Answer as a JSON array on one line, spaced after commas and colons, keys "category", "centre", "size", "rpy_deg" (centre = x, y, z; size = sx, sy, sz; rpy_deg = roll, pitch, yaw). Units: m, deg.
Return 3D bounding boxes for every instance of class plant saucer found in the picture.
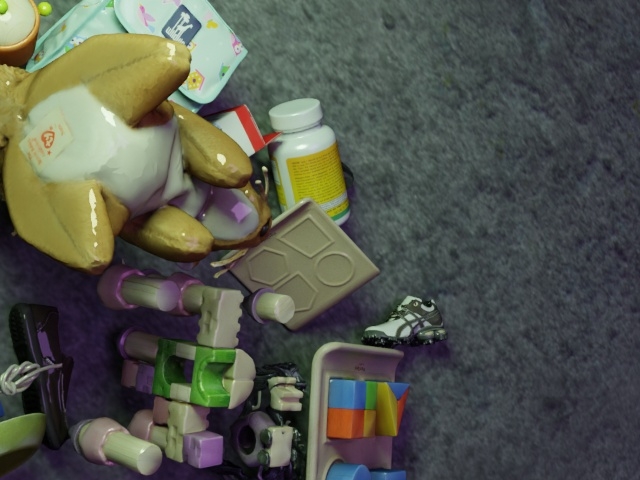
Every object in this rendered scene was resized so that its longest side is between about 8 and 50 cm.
[{"category": "plant saucer", "centre": [-0.463, 0.300, 1.374], "size": [0.241, 0.241, 0.037], "rpy_deg": [-21, 75, -35]}]

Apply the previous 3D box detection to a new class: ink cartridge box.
[{"category": "ink cartridge box", "centre": [-0.185, -0.143, 1.660], "size": [0.231, 0.134, 0.078], "rpy_deg": [-36, 109, -33]}]

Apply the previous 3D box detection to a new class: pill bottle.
[{"category": "pill bottle", "centre": [-0.024, -0.125, 1.766], "size": [0.117, 0.117, 0.209], "rpy_deg": [-28, 117, -34]}]

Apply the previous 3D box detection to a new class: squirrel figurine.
[{"category": "squirrel figurine", "centre": [-0.256, -0.094, 1.398], "size": [0.370, 0.396, 0.281], "rpy_deg": [20, 84, -60]}]

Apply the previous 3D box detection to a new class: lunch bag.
[{"category": "lunch bag", "centre": [-0.263, -0.270, 1.540], "size": [0.262, 0.160, 0.223], "rpy_deg": [-40, 117, 6]}]

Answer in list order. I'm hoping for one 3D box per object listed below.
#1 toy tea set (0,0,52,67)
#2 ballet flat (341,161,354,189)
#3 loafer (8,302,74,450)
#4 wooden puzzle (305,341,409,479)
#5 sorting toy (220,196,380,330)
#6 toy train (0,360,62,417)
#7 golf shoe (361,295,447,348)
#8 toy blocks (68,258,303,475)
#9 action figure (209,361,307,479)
[{"category": "toy tea set", "centre": [-0.514, -0.238, 1.391], "size": [0.200, 0.124, 0.336], "rpy_deg": [28, 70, -2]}, {"category": "ballet flat", "centre": [-0.012, -0.143, 1.854], "size": [0.173, 0.049, 0.057], "rpy_deg": [37, 98, -25]}, {"category": "loafer", "centre": [-0.389, 0.194, 1.528], "size": [0.078, 0.080, 0.220], "rpy_deg": [-12, 95, -36]}, {"category": "wooden puzzle", "centre": [0.073, 0.354, 1.788], "size": [0.322, 0.080, 0.348], "rpy_deg": [18, 78, -62]}, {"category": "sorting toy", "centre": [-0.033, 0.040, 1.764], "size": [0.208, 0.193, 0.038], "rpy_deg": [45, 20, -29]}, {"category": "toy train", "centre": [-0.486, 0.223, 1.426], "size": [0.248, 0.143, 0.105], "rpy_deg": [-19, 90, -43]}, {"category": "golf shoe", "centre": [0.147, 0.151, 1.941], "size": [0.198, 0.077, 0.094], "rpy_deg": [1, 77, -43]}, {"category": "toy blocks", "centre": [-0.219, 0.183, 1.556], "size": [0.308, 0.260, 0.289], "rpy_deg": [7, 90, -45]}, {"category": "action figure", "centre": [-0.092, 0.336, 1.710], "size": [0.164, 0.141, 0.276], "rpy_deg": [-3, 98, -43]}]
